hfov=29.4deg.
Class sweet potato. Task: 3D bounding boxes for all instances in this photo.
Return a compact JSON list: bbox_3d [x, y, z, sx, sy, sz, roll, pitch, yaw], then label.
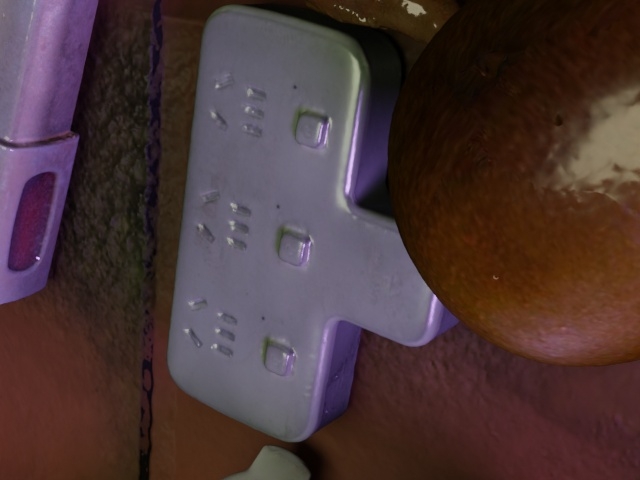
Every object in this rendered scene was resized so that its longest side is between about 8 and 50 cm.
[{"bbox_3d":[0.017,-0.152,0.690,0.206,0.060,0.068,37,132,29],"label":"sweet potato"}]

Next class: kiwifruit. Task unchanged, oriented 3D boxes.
[{"bbox_3d":[0.145,-0.050,0.546,0.234,0.196,0.196,-26,87,39],"label":"kiwifruit"}]

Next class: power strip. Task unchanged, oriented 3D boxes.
[{"bbox_3d":[0.000,0.000,0.746,0.193,0.059,0.265,21,113,30],"label":"power strip"}]

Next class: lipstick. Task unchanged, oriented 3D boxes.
[{"bbox_3d":[-0.217,-0.080,0.866,0.077,0.079,0.253,31,118,26],"label":"lipstick"}]

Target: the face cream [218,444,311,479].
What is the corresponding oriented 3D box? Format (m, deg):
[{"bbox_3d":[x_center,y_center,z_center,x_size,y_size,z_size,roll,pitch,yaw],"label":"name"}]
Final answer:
[{"bbox_3d":[-0.106,0.303,0.850,0.145,0.145,0.370,36,121,22],"label":"face cream"}]
